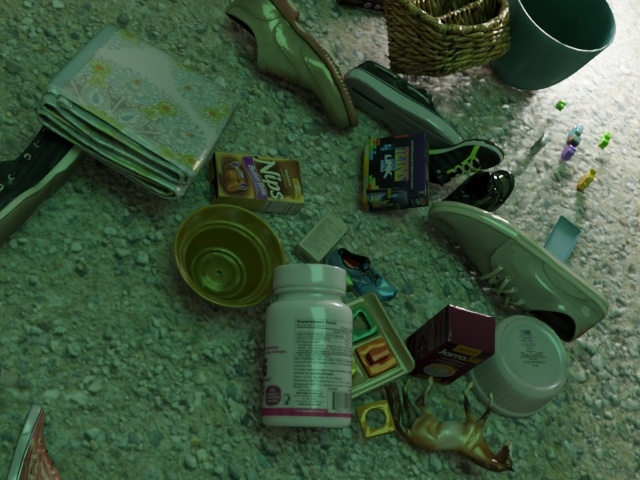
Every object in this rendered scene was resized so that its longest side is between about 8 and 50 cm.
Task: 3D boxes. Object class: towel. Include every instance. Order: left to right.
[{"bbox_3d":[-0.350,-0.262,1.742,0.320,0.090,0.375,31,36,-10],"label":"towel"}]

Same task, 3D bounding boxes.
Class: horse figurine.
[{"bbox_3d":[0.242,0.350,1.707,0.263,0.066,0.175,11,56,-4],"label":"horse figurine"}]

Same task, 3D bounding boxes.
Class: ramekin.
[{"bbox_3d":[0.411,0.253,1.827,0.207,0.109,0.207,11,59,-18],"label":"ramekin"}]

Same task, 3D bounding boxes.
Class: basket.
[{"bbox_3d":[0.309,-0.526,2.067,0.299,0.213,0.223,-29,121,-39],"label":"basket"}]

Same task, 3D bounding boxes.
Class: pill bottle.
[{"bbox_3d":[-0.022,0.192,1.592,0.160,0.160,0.283,6,76,-21],"label":"pill bottle"}]

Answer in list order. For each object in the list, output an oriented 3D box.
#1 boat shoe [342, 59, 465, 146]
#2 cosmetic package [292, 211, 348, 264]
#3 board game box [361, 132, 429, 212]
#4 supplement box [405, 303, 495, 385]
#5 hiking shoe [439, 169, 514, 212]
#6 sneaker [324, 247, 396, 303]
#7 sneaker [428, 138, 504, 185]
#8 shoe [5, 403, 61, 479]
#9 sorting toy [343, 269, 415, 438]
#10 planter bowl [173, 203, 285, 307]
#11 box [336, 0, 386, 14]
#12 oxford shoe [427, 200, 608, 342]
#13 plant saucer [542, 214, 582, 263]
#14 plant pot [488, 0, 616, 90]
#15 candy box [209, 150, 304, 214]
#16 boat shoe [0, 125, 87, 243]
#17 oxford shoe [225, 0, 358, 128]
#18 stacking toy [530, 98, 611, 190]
[{"bbox_3d":[0.210,-0.309,2.045,0.335,0.121,0.119,38,58,2],"label":"boat shoe"},{"bbox_3d":[0.000,0.000,1.825,0.060,0.041,0.115,42,54,3],"label":"cosmetic package"},{"bbox_3d":[0.165,-0.149,1.936,0.141,0.048,0.170,-7,58,16],"label":"board game box"},{"bbox_3d":[0.250,0.207,1.730,0.104,0.188,0.081,17,57,-15],"label":"supplement box"},{"bbox_3d":[0.379,-0.114,2.016,0.226,0.114,0.086,-28,77,-33],"label":"hiking shoe"},{"bbox_3d":[0.087,0.071,1.804,0.162,0.073,0.063,31,54,-6],"label":"sneaker"},{"bbox_3d":[0.293,-0.157,1.969,0.084,0.234,0.097,52,42,-44],"label":"sneaker"},{"bbox_3d":[-0.449,0.355,1.411,0.081,0.063,0.178,18,62,-16],"label":"shoe"},{"bbox_3d":[0.061,0.205,1.694,0.195,0.047,0.348,-23,68,-16],"label":"sorting toy"},{"bbox_3d":[-0.183,0.046,1.686,0.217,0.090,0.217,11,59,-18],"label":"planter bowl"},{"bbox_3d":[0.135,-0.701,2.205,0.168,0.167,0.203,5,60,-22],"label":"box"},{"bbox_3d":[0.416,0.068,1.914,0.449,0.169,0.130,36,76,-3],"label":"oxford shoe"},{"bbox_3d":[0.553,0.021,2.079,0.067,0.018,0.192,38,53,0],"label":"plant saucer"},{"bbox_3d":[0.559,-0.522,2.255,0.292,0.235,0.293,11,59,-18],"label":"plant pot"},{"bbox_3d":[-0.132,-0.118,1.827,0.186,0.053,0.109,4,60,-24],"label":"candy box"},{"bbox_3d":[-0.550,-0.103,1.580,0.113,0.127,0.340,37,51,-4],"label":"boat shoe"},{"bbox_3d":[-0.061,-0.397,1.994,0.146,0.140,0.397,-35,84,-4],"label":"oxford shoe"},{"bbox_3d":[0.640,-0.248,2.254,0.167,0.052,0.221,36,52,-4],"label":"stacking toy"}]
